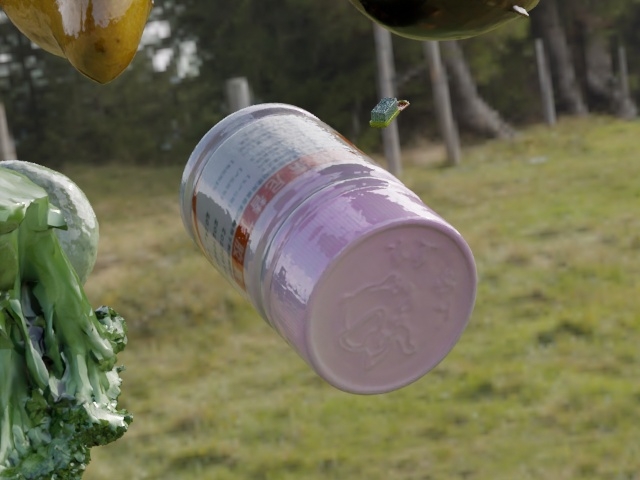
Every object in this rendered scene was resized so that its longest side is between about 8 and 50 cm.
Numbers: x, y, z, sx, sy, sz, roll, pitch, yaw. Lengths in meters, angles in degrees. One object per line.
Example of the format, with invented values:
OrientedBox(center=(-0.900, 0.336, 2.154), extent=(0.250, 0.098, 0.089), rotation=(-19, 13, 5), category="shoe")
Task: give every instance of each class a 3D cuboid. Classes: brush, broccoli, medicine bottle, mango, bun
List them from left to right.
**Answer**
OrientedBox(center=(-0.245, 0.058, 0.989), extent=(0.269, 0.242, 0.261), rotation=(25, 24, 10), category="broccoli")
OrientedBox(center=(-0.346, 0.012, 1.698), extent=(0.212, 0.204, 0.126), rotation=(8, 0, 15), category="bun")
OrientedBox(center=(-0.222, -0.250, 1.404), extent=(0.120, 0.177, 0.295), rotation=(0, 28, -35), category="mango")
OrientedBox(center=(0.000, 0.000, 1.560), extent=(0.202, 0.202, 0.316), rotation=(-10, 29, -26), category="medicine bottle")
OrientedBox(center=(0.070, -0.131, 1.475), extent=(0.018, 0.021, 0.083), rotation=(5, 21, 21), category="brush")

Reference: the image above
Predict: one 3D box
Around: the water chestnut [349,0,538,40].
OrientedBox(center=(0.123, -0.374, 1.540), extent=(0.302, 0.350, 0.350), rotation=(-51, -14, 23), category="water chestnut")
